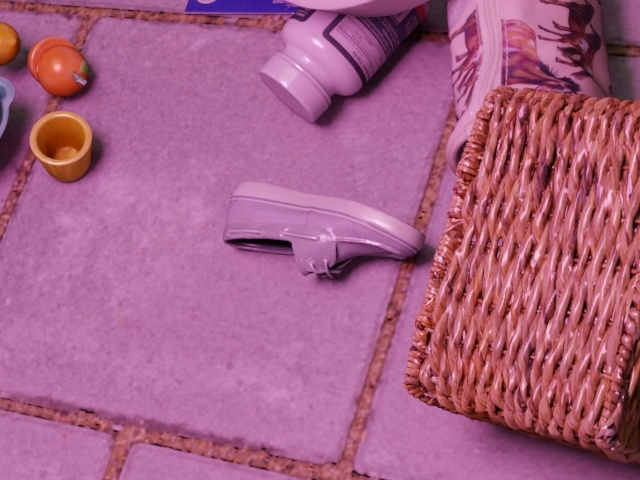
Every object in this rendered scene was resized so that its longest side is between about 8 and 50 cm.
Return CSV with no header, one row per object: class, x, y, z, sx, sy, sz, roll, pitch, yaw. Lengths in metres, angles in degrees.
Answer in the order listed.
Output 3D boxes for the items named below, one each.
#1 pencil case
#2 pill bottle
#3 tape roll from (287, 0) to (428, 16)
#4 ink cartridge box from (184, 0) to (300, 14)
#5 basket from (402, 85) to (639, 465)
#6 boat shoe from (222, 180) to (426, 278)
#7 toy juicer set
pencil case,0.195,-0.248,1.471,0.160,0.183,0.410,-23,55,38
pill bottle,0.022,-0.219,1.569,0.180,0.108,0.108,-48,57,-7
tape roll,0.045,-0.417,1.444,0.392,0.072,0.392,-1,88,43
ink cartridge box,-0.048,-0.437,1.742,0.176,0.069,0.371,4,68,23
basket,0.245,0.033,1.287,0.223,0.213,0.299,11,84,43
boat shoe,-0.001,0.000,1.489,0.227,0.079,0.081,13,78,32
toy juicer set,-0.418,-0.171,1.664,0.329,0.089,0.209,0,66,-1
